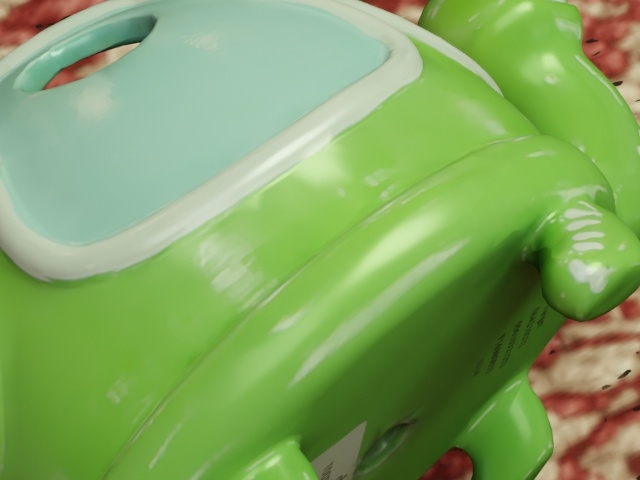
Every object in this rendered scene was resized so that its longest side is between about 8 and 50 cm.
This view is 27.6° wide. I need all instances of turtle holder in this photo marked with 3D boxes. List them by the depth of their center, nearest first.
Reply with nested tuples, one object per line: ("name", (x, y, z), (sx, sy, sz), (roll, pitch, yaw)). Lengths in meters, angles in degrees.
("turtle holder", (-0.009, -0.001, 0.498), (0.320, 0.243, 0.227), (-46, 69, 0))
